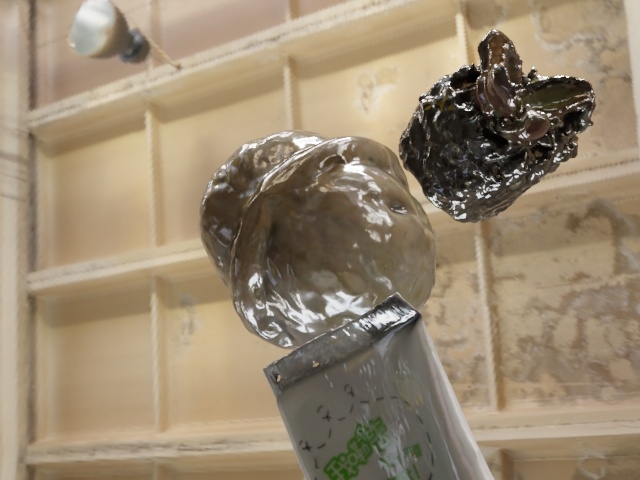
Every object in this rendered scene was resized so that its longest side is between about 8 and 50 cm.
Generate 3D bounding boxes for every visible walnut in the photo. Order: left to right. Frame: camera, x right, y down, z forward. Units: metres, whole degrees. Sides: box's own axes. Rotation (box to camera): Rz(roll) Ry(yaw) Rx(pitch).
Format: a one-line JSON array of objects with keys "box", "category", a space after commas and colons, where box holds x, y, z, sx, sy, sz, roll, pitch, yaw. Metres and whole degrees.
[{"box": [0.000, 0.000, 0.860, 0.224, 0.224, 0.224, -10, -107, 33], "category": "walnut"}]

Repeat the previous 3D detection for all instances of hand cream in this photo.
[{"box": [0.069, 0.196, 0.487, 0.121, 0.076, 0.336, -35, -109, 36], "category": "hand cream"}]

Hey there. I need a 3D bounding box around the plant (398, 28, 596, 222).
[{"box": [0.212, -0.143, 1.178, 0.178, 0.204, 0.234, 59, -44, 27], "category": "plant"}]
